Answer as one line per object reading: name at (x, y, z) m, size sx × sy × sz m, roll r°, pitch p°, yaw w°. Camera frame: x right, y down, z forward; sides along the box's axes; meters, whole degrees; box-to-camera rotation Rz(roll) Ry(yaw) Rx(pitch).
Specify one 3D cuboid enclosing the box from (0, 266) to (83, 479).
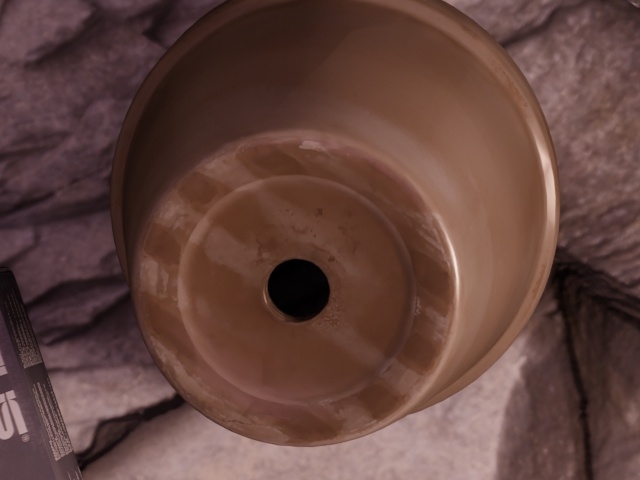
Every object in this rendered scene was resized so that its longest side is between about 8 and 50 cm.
box at (-0.319, 0.253, 1.155) m, size 0.318 × 0.097 × 0.395 m, roll -18°, pitch 89°, yaw -1°

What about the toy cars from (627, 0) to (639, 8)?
toy cars at (0.103, -0.232, 1.143) m, size 0.394 × 0.087 × 0.176 m, roll -6°, pitch 102°, yaw 7°

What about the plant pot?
plant pot at (0.000, 0.000, 1.019) m, size 0.323 × 0.280 × 0.323 m, roll 1°, pitch 104°, yaw 5°
